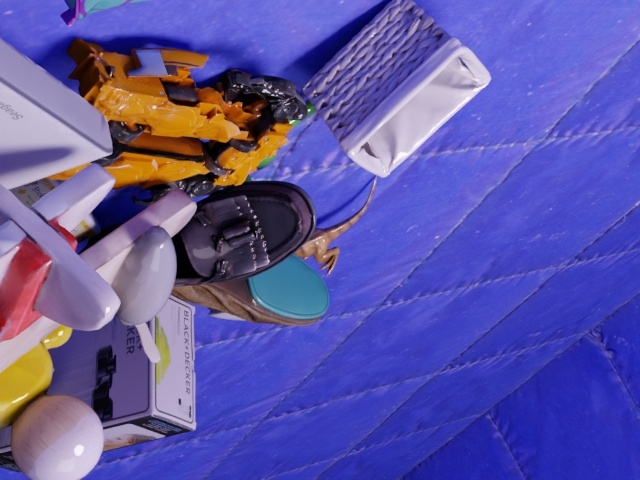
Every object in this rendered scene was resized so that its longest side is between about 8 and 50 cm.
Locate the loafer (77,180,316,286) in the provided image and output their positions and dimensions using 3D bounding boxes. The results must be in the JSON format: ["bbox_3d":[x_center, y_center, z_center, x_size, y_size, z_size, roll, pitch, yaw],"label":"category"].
[{"bbox_3d":[-0.150,0.012,1.404,0.302,0.109,0.095,-14,-168,25],"label":"loafer"}]

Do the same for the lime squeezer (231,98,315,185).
[{"bbox_3d":[-0.076,-0.085,1.449,0.110,0.059,0.310,-23,153,-53],"label":"lime squeezer"}]

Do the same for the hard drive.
[{"bbox_3d":[-0.386,-0.069,1.055,0.353,0.047,0.233,-18,161,13],"label":"hard drive"}]

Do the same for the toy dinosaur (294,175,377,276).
[{"bbox_3d":[0.000,0.000,1.741,0.211,0.064,0.112,-25,158,-2],"label":"toy dinosaur"}]

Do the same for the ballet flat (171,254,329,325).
[{"bbox_3d":[-0.134,0.054,1.636,0.124,0.116,0.342,-23,156,32],"label":"ballet flat"}]

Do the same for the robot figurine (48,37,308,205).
[{"bbox_3d":[-0.149,-0.118,1.253,0.211,0.085,0.291,-39,155,32],"label":"robot figurine"}]

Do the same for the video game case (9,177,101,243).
[{"bbox_3d":[-0.364,-0.012,1.346,0.206,0.026,0.227,-25,159,-1],"label":"video game case"}]

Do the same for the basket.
[{"bbox_3d":[0.079,-0.166,1.336,0.167,0.103,0.113,-42,157,10],"label":"basket"}]

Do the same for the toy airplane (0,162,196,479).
[{"bbox_3d":[-0.277,0.100,1.136,0.386,0.272,0.384,-32,-171,4],"label":"toy airplane"}]

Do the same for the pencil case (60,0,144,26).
[{"bbox_3d":[-0.142,-0.224,1.036,0.151,0.064,0.070,-15,141,-25],"label":"pencil case"}]

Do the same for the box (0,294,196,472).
[{"bbox_3d":[-0.296,0.177,1.563,0.290,0.169,0.087,-16,152,27],"label":"box"}]
